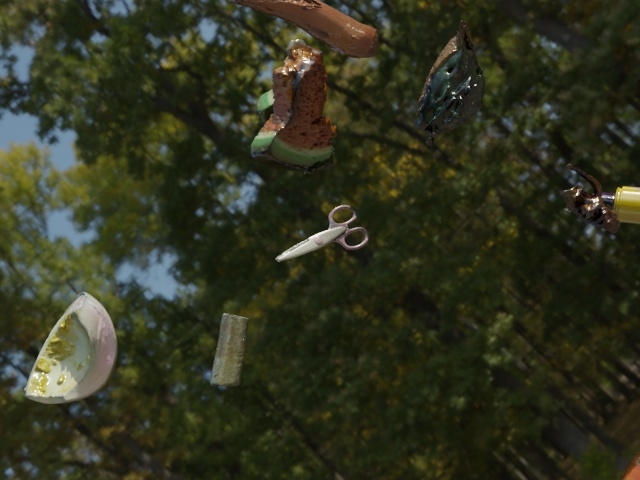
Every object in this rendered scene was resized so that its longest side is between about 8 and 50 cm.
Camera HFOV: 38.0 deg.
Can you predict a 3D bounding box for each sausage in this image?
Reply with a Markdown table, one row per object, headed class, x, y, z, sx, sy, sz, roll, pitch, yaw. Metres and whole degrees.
| class | x | y | z | sx | sy | sz | roll | pitch | yaw |
| --- | --- | --- | --- | --- | --- | --- | --- | --- | --- |
| sausage | -0.034 | -0.402 | 1.646 | 0.078 | 0.304 | 0.078 | -157 | 90 | -79 |

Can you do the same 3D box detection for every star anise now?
| class | x | y | z | sx | sy | sz | roll | pitch | yaw |
| --- | --- | --- | --- | --- | --- | --- | --- | --- | --- |
| star anise | 0.450 | -0.074 | 1.583 | 0.070 | 0.097 | 0.191 | -48 | -39 | 8 |

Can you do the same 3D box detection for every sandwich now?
| class | x | y | z | sx | sy | sz | roll | pitch | yaw |
| --- | --- | --- | --- | --- | --- | --- | --- | --- | --- |
| sandwich | -0.071 | -0.308 | 2.126 | 0.250 | 0.162 | 0.301 | -9 | -67 | -54 |

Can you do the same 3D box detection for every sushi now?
| class | x | y | z | sx | sy | sz | roll | pitch | yaw |
| --- | --- | --- | --- | --- | --- | --- | --- | --- | --- |
| sushi | 0.319 | -0.355 | 2.167 | 0.287 | 0.149 | 0.140 | -64 | 0 | 18 |

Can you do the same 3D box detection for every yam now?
| class | x | y | z | sx | sy | sz | roll | pitch | yaw |
| --- | --- | --- | --- | --- | --- | --- | --- | --- | --- |
| yam | -0.159 | 0.194 | 1.643 | 0.054 | 0.054 | 0.132 | 53 | -137 | -71 |

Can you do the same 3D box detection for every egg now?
| class | x | y | z | sx | sy | sz | roll | pitch | yaw |
| --- | --- | --- | --- | --- | --- | --- | --- | --- | --- |
| egg | -0.548 | 0.262 | 2.149 | 0.271 | 0.162 | 0.206 | -58 | 19 | 2 |

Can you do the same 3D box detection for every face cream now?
| class | x | y | z | sx | sy | sz | roll | pitch | yaw |
| --- | --- | --- | --- | --- | --- | --- | --- | --- | --- |
| face cream | 0.683 | -0.072 | 1.965 | 0.078 | 0.273 | 0.078 | 7 | -90 | -65 |

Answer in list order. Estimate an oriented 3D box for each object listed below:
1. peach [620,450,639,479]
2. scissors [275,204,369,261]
| class | x | y | z | sx | sy | sz | roll | pitch | yaw |
| --- | --- | --- | --- | --- | --- | --- | --- | --- | --- |
| peach | 0.755 | 0.550 | 2.018 | 0.243 | 0.199 | 0.243 | -46 | -19 | -21 |
| scissors | 0.000 | 0.000 | 1.635 | 0.176 | 0.085 | 0.022 | -25 | -10 | -21 |
